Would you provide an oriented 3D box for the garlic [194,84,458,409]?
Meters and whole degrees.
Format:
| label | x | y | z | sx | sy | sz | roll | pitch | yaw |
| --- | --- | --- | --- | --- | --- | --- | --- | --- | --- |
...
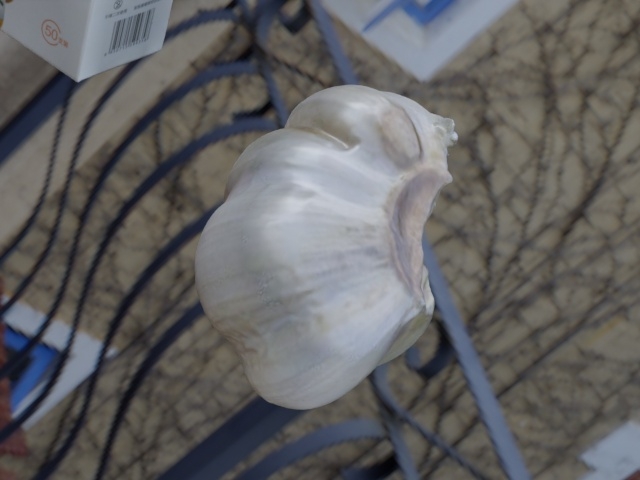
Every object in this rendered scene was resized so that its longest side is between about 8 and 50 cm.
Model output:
| label | x | y | z | sx | sy | sz | roll | pitch | yaw |
| --- | --- | --- | --- | --- | --- | --- | --- | --- | --- |
| garlic | -0.013 | 0.001 | 1.121 | 0.184 | 0.203 | 0.281 | 15 | 67 | -31 |

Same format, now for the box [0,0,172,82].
| label | x | y | z | sx | sy | sz | roll | pitch | yaw |
| --- | --- | --- | --- | --- | --- | --- | --- | --- | --- |
| box | -0.260 | -0.377 | 1.465 | 0.225 | 0.341 | 0.143 | 34 | 38 | 20 |
